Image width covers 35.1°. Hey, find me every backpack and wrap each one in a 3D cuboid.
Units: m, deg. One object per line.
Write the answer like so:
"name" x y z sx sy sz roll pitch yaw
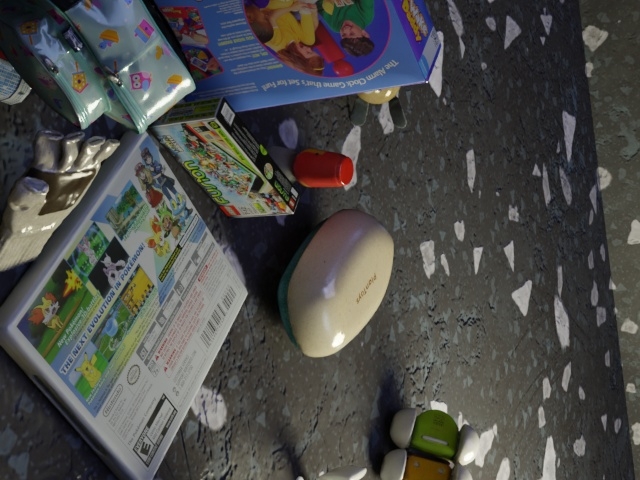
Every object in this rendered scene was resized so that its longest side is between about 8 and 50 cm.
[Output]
"backpack" -0.217 -0.187 0.969 0.144 0.166 0.188 -50 129 -9

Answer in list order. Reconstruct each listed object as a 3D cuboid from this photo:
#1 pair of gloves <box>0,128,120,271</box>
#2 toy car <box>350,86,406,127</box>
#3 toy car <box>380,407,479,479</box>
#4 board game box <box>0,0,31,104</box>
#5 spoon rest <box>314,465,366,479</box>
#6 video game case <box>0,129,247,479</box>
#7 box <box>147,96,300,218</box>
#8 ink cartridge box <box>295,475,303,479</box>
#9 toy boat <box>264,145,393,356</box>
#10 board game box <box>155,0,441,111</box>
"pair of gloves" -0.312 -0.023 0.952 0.042 0.204 0.240 47 27 15
"toy car" 0.087 -0.275 1.703 0.149 0.155 0.188 -49 140 -50
"toy car" 0.191 0.397 1.816 0.136 0.159 0.182 104 2 -59
"board game box" -0.318 -0.244 1.015 0.194 0.060 0.194 17 80 -44
"spoon rest" 0.011 0.476 1.558 0.137 0.084 0.276 -5 104 -58
"video game case" -0.224 0.082 1.227 0.300 0.036 0.329 61 39 -36
"box" -0.125 -0.104 1.339 0.207 0.114 0.036 50 46 -44
"ink cartridge box" -0.084 0.507 1.331 0.207 0.119 0.353 -28 112 -57
"toy boat" 0.000 0.000 1.538 0.267 0.148 0.318 -46 133 -46
"board game box" -0.055 -0.284 1.250 0.233 0.347 0.078 61 38 -37
